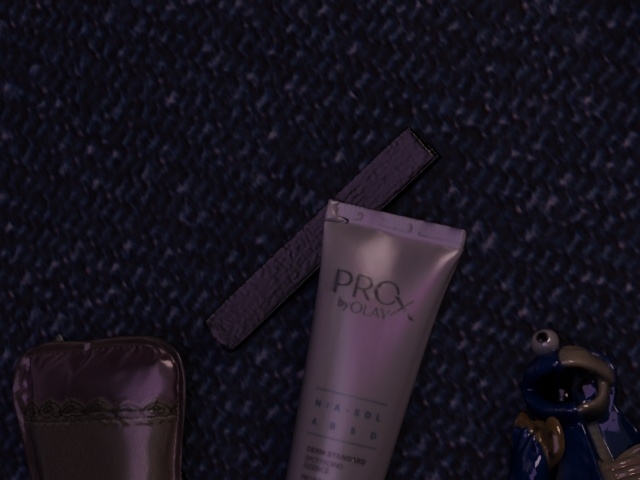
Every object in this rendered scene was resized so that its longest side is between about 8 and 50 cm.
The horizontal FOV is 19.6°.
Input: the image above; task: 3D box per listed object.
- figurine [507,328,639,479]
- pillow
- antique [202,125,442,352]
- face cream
[{"bbox_3d":[0.192,0.176,1.120,0.164,0.121,0.262,-15,72,15],"label":"figurine"},{"bbox_3d":[-0.142,0.178,1.235,0.131,0.038,0.232,-3,93,17],"label":"pillow"},{"bbox_3d":[0.000,0.000,1.208,0.192,0.015,0.031,-43,80,10],"label":"antique"},{"bbox_3d":[0.023,0.102,1.186,0.092,0.058,0.243,13,90,2],"label":"face cream"}]
